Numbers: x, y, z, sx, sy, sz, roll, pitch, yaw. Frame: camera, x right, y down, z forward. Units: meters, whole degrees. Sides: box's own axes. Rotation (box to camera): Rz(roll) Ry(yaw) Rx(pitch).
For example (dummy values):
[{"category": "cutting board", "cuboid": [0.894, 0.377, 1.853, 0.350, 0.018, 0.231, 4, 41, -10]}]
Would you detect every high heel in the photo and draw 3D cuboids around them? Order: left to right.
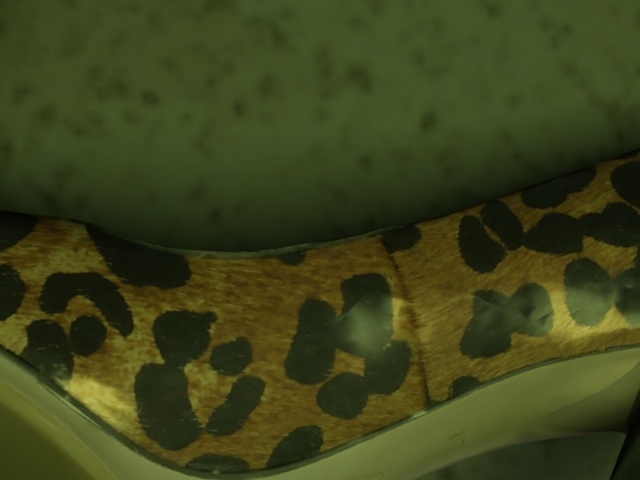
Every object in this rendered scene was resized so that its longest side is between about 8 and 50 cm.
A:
[{"category": "high heel", "cuboid": [0.000, 0.000, 0.519, 0.261, 0.093, 0.186, 28, 65, 7]}]
